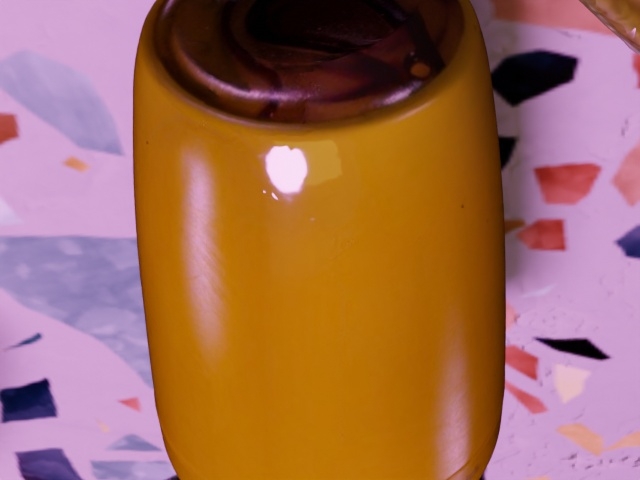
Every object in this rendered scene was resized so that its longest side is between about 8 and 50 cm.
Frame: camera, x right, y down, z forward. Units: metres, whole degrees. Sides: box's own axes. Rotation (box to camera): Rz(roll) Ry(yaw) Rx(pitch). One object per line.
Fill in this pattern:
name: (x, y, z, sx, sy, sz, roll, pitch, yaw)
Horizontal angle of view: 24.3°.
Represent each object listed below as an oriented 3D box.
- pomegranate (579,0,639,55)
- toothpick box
pomegranate: (0.175, -0.215, 0.414, 0.358, 0.216, 0.310, -22, 139, -15)
toothpick box: (0.000, 0.000, 0.675, 0.175, 0.175, 0.271, 1, 134, 4)
